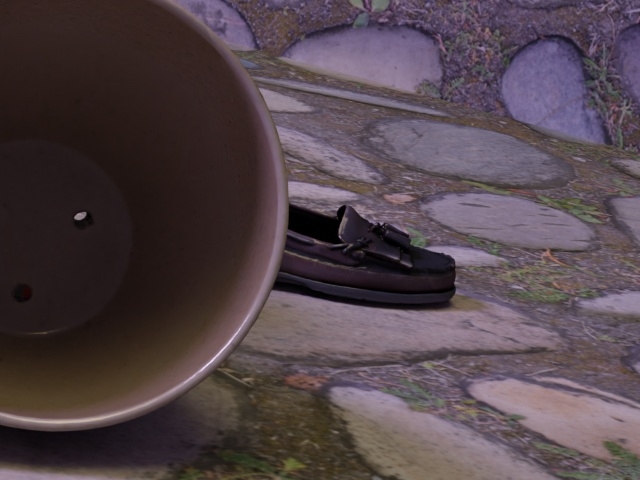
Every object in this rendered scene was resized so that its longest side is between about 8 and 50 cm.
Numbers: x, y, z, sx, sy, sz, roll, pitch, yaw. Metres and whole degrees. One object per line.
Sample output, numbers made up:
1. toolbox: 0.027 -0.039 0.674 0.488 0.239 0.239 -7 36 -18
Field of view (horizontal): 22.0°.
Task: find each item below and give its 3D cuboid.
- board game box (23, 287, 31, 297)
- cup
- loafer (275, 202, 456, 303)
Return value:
1. board game box: -0.326 0.020 1.521 0.281 0.027 0.145 1 16 -34
2. cup: -0.211 -0.016 1.260 0.331 0.331 0.237 7 -10 -13
3. loafer: 0.000 0.000 1.688 0.302 0.095 0.109 8 14 -9
